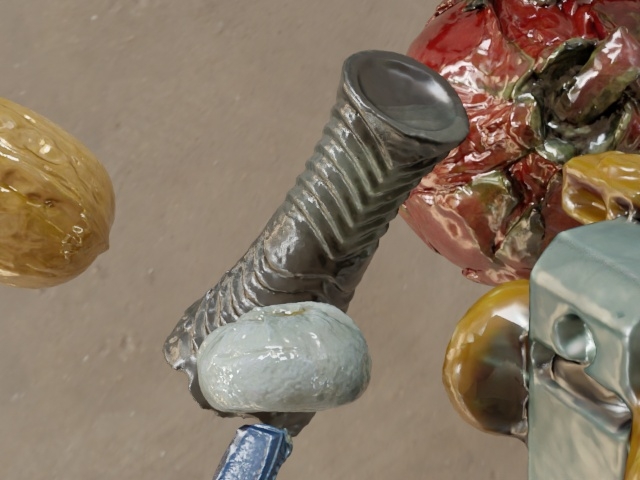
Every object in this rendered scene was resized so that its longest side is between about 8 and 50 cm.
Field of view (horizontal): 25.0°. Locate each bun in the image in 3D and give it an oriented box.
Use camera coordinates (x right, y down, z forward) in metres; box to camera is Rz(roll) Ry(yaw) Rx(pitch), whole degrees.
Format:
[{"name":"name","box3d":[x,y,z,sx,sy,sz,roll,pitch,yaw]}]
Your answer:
[{"name":"bun","box3d":[-0.016,0.050,0.618,0.083,0.083,0.045,-6,89,11]}]

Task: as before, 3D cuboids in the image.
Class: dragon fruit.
[{"name":"dragon fruit","box3d":[0.161,-0.083,0.993,0.244,0.299,0.244,0,79,-2]}]

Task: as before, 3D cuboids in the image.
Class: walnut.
[{"name":"walnut","box3d":[-0.283,-0.041,1.305,0.206,0.159,0.159,27,110,-2]}]

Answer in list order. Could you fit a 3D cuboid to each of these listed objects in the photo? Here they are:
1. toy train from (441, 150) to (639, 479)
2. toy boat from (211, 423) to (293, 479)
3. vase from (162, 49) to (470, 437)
[{"name":"toy train","box3d":[0.191,0.109,0.675,0.231,0.163,0.369,-13,116,-22]},{"name":"toy boat","box3d":[-0.041,0.136,0.774,0.038,0.083,0.038,20,154,10]},{"name":"vase","box3d":[0.000,0.000,0.852,0.115,0.115,0.237,30,126,-1]}]
